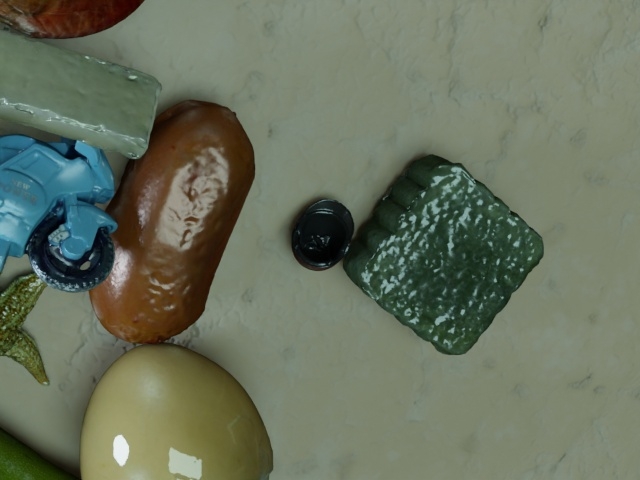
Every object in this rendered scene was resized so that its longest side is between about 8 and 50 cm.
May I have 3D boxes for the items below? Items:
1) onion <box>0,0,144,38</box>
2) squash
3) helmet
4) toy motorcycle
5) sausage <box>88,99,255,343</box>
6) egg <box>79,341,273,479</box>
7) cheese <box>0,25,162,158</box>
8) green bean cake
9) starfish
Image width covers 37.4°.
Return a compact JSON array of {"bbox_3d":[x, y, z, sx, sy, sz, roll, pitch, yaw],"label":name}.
[{"bbox_3d":[-0.229,-0.286,0.797,0.230,0.163,0.230,-4,104,-16],"label":"onion"},{"bbox_3d":[-0.297,0.286,1.030,0.087,0.087,0.331,-48,119,1],"label":"squash"},{"bbox_3d":[0.000,-0.001,1.061,0.065,0.049,0.084,30,68,3],"label":"helmet"},{"bbox_3d":[-0.306,-0.066,0.863,0.272,0.123,0.182,20,61,-15],"label":"toy motorcycle"},{"bbox_3d":[-0.153,-0.017,0.951,0.133,0.133,0.258,19,103,-27],"label":"sausage"},{"bbox_3d":[-0.156,0.224,1.000,0.201,0.201,0.244,-20,107,-14],"label":"egg"},{"bbox_3d":[-0.336,-0.163,0.809,0.400,0.034,0.085,17,63,-12],"label":"cheese"},{"bbox_3d":[0.139,0.015,1.096,0.185,0.094,0.183,36,94,-28],"label":"green bean cake"},{"bbox_3d":[-0.337,0.097,0.970,0.208,0.053,0.176,-41,129,4],"label":"starfish"}]
